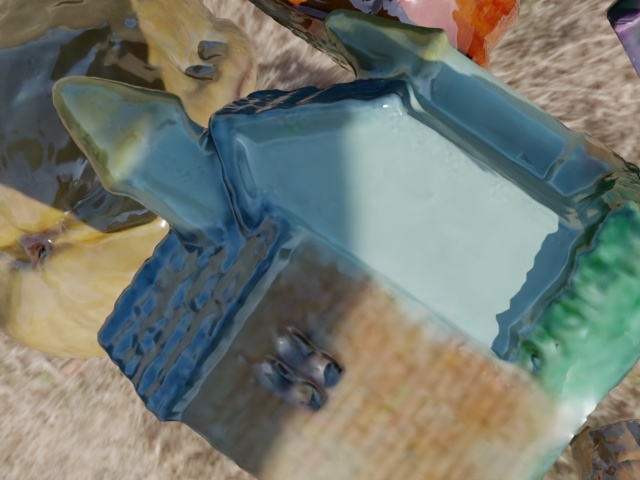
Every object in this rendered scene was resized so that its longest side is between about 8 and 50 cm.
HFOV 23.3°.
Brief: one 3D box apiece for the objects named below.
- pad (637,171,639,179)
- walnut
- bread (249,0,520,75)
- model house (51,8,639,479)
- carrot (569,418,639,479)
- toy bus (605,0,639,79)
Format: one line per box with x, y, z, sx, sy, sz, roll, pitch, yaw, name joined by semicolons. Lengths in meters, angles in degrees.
0.252;-0.001;0.564;0.243;0.163;0.004;-5;63;24;pad
-0.186;-0.080;1.293;0.306;0.344;0.306;10;126;14;walnut
-0.019;-0.208;1.017;0.295;0.327;0.114;33;99;-32;bread
0.000;0.000;0.853;0.325;0.194;0.267;35;106;-2;model house
0.309;0.301;1.477;0.102;0.102;0.263;-7;56;-4;carrot
0.311;-0.087;1.114;0.112;0.090;0.274;-31;74;28;toy bus
